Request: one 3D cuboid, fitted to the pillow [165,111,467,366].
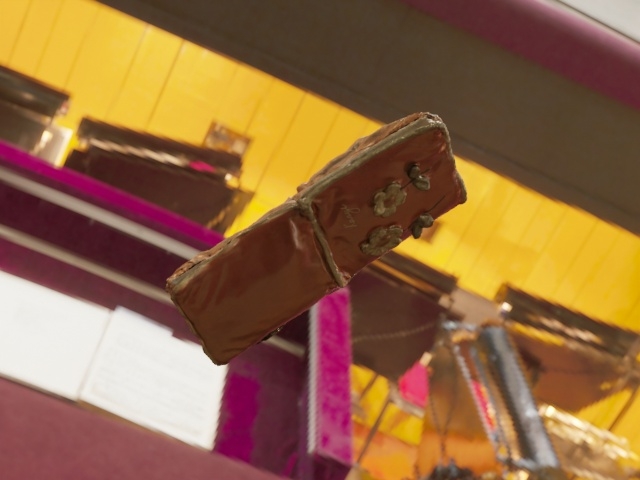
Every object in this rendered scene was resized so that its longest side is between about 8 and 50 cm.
[{"bbox_3d":[0.000,0.000,0.833,0.043,0.233,0.126,53,-4,37],"label":"pillow"}]
